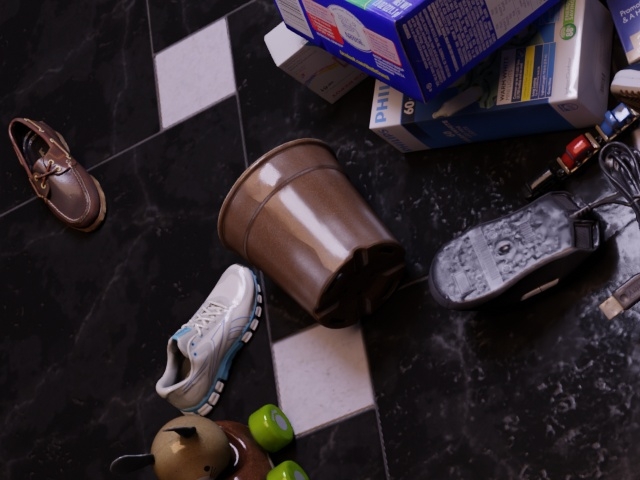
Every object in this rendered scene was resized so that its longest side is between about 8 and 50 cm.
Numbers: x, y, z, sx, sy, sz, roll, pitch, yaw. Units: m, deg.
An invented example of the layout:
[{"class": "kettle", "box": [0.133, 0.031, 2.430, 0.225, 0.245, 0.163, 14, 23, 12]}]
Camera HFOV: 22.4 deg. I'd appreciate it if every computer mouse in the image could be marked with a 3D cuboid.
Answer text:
[{"class": "computer mouse", "box": [0.250, 0.029, 1.668, 0.262, 0.060, 0.184, -32, 49, 7]}]

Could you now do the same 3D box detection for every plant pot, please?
[{"class": "plant pot", "box": [0.000, 0.000, 1.806, 0.167, 0.167, 0.165, -50, 57, 8]}]

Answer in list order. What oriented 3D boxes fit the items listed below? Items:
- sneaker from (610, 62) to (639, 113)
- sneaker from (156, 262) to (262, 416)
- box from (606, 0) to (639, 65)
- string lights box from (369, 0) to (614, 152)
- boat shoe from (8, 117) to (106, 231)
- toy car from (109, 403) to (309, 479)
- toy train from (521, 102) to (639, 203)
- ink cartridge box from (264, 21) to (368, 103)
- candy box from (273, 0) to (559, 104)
[{"class": "sneaker", "box": [0.425, -0.186, 1.572, 0.282, 0.099, 0.153, 8, 77, 40]}, {"class": "sneaker", "box": [-0.134, 0.111, 1.897, 0.071, 0.083, 0.191, 14, 77, 41]}, {"class": "box", "box": [0.365, -0.303, 1.746, 0.136, 0.036, 0.225, -28, 54, 24]}, {"class": "string lights box", "box": [0.188, -0.184, 1.794, 0.259, 0.076, 0.133, -6, 67, 34]}, {"class": "boat shoe", "box": [-0.358, -0.089, 2.160, 0.073, 0.073, 0.207, -48, 51, 8]}, {"class": "toy car", "box": [-0.132, 0.249, 1.761, 0.155, 0.188, 0.149, -35, 53, 19]}, {"class": "toy train", "box": [0.276, -0.094, 1.715, 0.158, 0.036, 0.027, -41, 52, 15]}, {"class": "ink cartridge box", "box": [0.007, -0.226, 1.919, 0.088, 0.122, 0.052, -37, 56, 18]}, {"class": "candy box", "box": [0.134, -0.322, 1.760, 0.317, 0.122, 0.268, -38, 42, -16]}]
